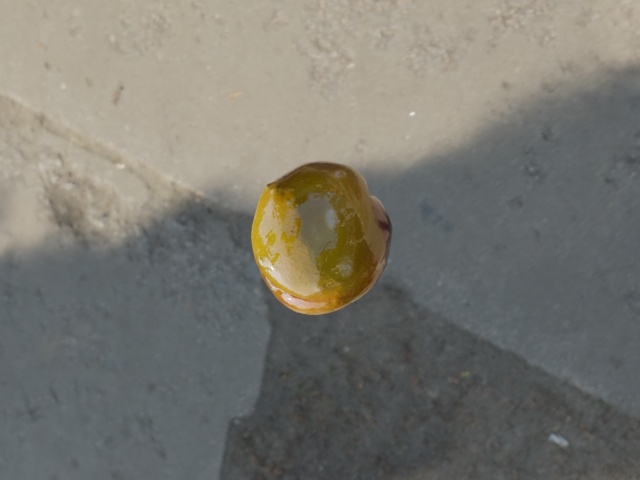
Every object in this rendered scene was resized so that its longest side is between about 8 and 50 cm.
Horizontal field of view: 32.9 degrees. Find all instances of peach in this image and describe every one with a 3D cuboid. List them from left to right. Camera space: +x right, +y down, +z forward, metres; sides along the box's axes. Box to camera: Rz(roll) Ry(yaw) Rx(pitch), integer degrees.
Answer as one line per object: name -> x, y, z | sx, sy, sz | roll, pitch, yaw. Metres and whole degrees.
peach -> 0.000, 0.000, 0.981 | 0.138, 0.138, 0.138 | 14, 115, 32
